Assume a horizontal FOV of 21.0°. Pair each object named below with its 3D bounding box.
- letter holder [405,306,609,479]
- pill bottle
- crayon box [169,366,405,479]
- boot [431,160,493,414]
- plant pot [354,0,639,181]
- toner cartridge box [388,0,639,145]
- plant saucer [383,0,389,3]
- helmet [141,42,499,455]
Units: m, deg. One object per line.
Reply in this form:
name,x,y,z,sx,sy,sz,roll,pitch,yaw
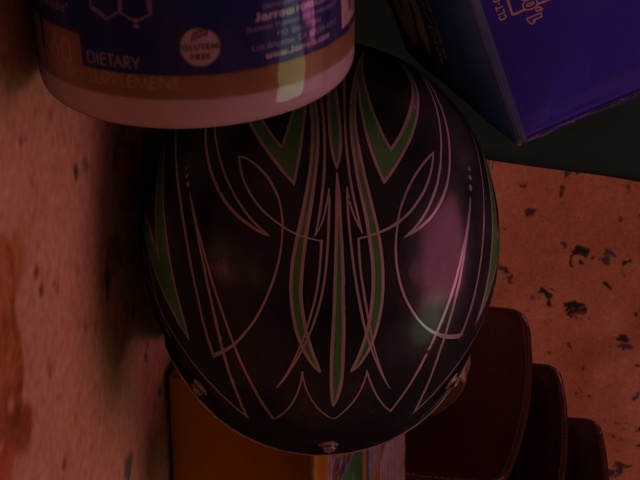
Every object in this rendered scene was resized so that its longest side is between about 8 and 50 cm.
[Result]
letter holder,0.178,0.205,1.695,0.302,0.214,0.152,-71,161,-59
pill bottle,-0.046,-0.141,0.564,0.112,0.112,0.186,-70,159,-61
crayon box,-0.013,0.118,0.928,0.323,0.083,0.203,-66,157,-68
boot,0.096,0.019,1.538,0.262,0.095,0.203,86,12,-57
plant pot,0.094,-0.183,1.018,0.293,0.235,0.293,3,90,-81
toner cartridge box,0.028,-0.220,0.630,0.165,0.075,0.348,-127,-166,-68
plant saucer,0.089,-0.254,0.800,0.044,0.318,0.317,163,-67,-66
helmet,0.000,0.000,0.740,0.161,0.169,0.169,-106,-164,-76
